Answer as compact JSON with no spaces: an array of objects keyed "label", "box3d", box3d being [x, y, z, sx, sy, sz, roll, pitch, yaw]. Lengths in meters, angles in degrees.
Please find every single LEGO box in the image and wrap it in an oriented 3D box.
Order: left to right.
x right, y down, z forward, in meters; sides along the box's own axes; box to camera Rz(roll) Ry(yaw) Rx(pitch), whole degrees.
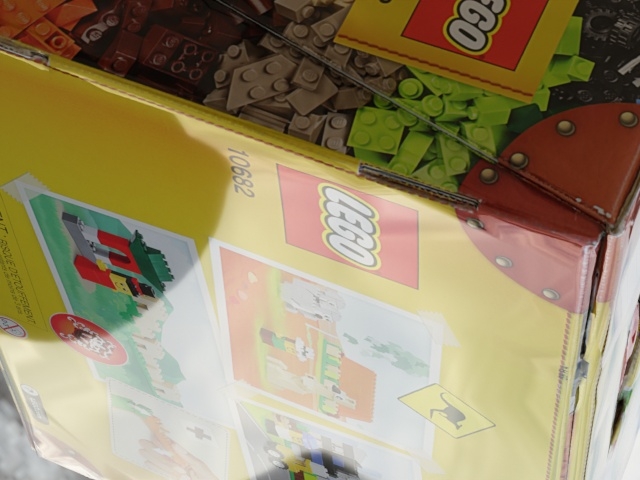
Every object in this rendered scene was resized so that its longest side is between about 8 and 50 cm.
[{"label":"LEGO box","box3d":[0.000,0.000,1.028,0.500,0.372,0.193,86,28,-58]}]
